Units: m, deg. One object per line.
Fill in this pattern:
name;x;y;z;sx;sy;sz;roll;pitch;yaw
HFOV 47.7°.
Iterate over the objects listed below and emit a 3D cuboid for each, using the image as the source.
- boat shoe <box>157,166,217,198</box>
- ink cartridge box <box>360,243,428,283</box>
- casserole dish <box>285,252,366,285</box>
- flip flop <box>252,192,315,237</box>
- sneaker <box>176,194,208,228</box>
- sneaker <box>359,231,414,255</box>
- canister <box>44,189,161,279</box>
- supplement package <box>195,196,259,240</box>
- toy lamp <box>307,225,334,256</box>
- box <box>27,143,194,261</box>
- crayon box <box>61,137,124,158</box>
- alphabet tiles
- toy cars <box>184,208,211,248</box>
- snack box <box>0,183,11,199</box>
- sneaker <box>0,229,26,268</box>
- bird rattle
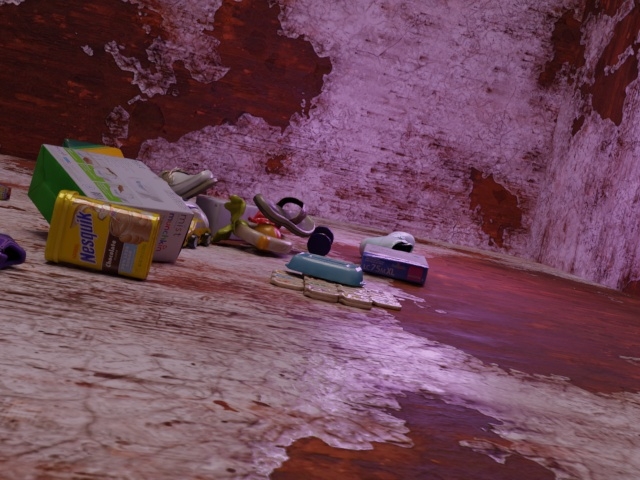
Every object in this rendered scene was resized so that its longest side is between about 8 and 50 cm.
boat shoe;-0.419;-0.152;2.048;0.302;0.103;0.113;-19;5;37
ink cartridge box;0.210;0.066;2.067;0.186;0.065;0.311;13;3;4
casserole dish;0.014;0.061;1.615;0.188;0.037;0.114;14;7;11
flip flop;-0.086;-0.083;2.011;0.112;0.080;0.277;48;11;31
sneaker;-0.387;-0.076;1.886;0.235;0.094;0.153;48;6;-23
sneaker;0.263;0.029;2.364;0.151;0.094;0.256;10;12;43
canister;-0.371;-0.008;1.246;0.170;0.126;0.073;13;5;-7
supplement package;-0.268;-0.061;2.089;0.105;0.105;0.179;17;7;38
toy lamp;0.000;0.000;2.210;0.080;0.080;0.274;12;7;3
box;-0.428;-0.078;1.476;0.231;0.126;0.262;6;25;-46
crayon box;-0.607;-0.166;1.992;0.165;0.081;0.278;8;32;-38
alphabet tiles;0.031;0.100;1.564;0.278;0.021;0.284;12;6;-3
toy cars;-0.414;-0.047;1.723;0.394;0.087;0.176;8;7;-38
snack box;-0.885;-0.138;1.874;0.141;0.037;0.100;16;8;35
sneaker;-0.504;0.014;1.066;0.071;0.068;0.170;26;13;20
bird rattle;-0.167;-0.010;1.959;0.207;0.143;0.253;31;3;36
